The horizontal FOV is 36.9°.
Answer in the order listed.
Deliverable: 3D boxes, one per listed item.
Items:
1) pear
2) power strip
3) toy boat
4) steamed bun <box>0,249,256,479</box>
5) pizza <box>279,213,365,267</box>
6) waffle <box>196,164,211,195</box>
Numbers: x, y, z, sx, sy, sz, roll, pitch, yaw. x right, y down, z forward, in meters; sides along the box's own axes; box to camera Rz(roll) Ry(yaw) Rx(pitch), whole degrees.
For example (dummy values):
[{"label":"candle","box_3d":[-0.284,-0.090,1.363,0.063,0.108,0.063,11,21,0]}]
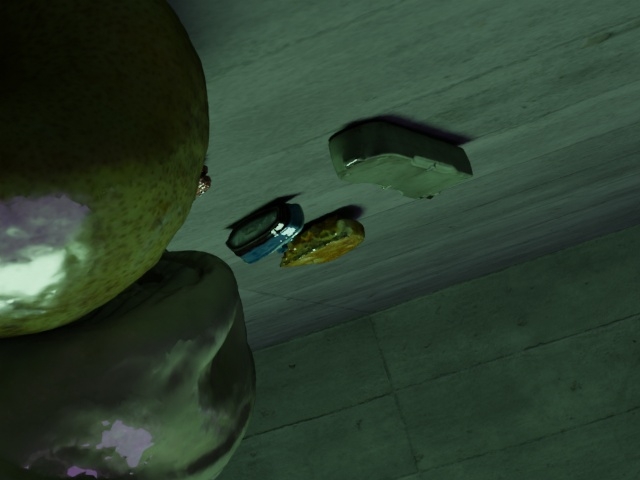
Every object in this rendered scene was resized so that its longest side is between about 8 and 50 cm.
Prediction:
[{"label":"pear","box_3d":[-0.171,-0.045,0.488,0.228,0.188,0.211,-13,159,-22]},{"label":"power strip","box_3d":[0.091,-0.088,1.087,0.080,0.048,0.286,-25,167,25]},{"label":"toy boat","box_3d":[-0.067,-0.006,1.227,0.061,0.060,0.137,19,144,-37]},{"label":"steamed bun","box_3d":[-0.168,0.127,0.637,0.280,0.207,0.268,-18,-164,-20]},{"label":"pizza","box_3d":[0.000,0.000,1.407,0.134,0.046,0.175,-14,169,-20]},{"label":"waffle","box_3d":[-0.149,-0.053,0.932,0.083,0.029,0.075,-10,165,-22]}]
